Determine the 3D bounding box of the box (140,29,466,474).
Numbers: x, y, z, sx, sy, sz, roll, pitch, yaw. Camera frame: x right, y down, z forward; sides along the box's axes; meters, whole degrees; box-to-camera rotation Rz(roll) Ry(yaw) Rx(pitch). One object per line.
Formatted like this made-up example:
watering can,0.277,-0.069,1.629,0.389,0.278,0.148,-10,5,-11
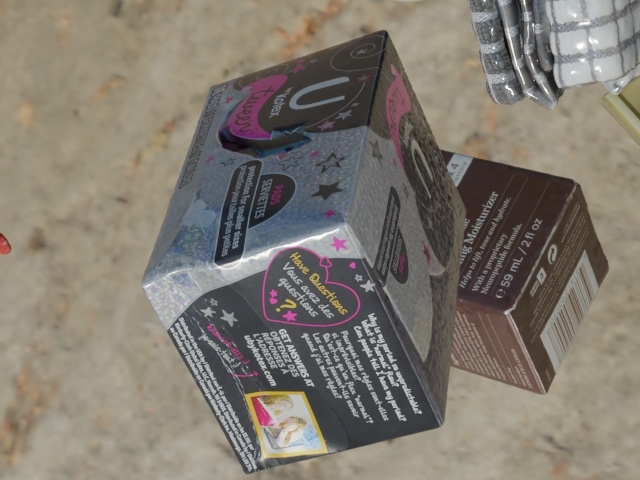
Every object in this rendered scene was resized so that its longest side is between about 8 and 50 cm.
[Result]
box,0.000,0.000,1.162,0.142,0.163,0.247,-16,29,17

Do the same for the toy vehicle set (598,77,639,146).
toy vehicle set,0.384,-0.078,1.508,0.166,0.035,0.267,-42,87,-3

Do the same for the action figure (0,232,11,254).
action figure,-0.284,0.128,1.237,0.091,0.139,0.280,-5,46,37

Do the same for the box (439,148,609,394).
box,0.160,0.028,1.848,0.203,0.167,0.168,15,64,30

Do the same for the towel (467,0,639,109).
towel,0.160,-0.222,1.026,0.121,0.284,0.235,1,113,36
